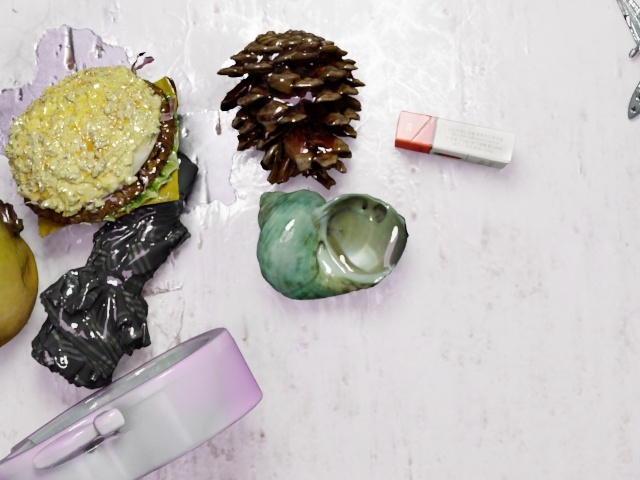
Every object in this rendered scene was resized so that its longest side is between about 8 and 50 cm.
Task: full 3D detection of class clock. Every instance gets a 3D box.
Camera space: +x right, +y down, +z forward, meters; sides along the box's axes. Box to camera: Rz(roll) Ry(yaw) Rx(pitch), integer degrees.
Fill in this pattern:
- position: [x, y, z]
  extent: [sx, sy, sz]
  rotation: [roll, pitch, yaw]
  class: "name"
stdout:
- position: [-0.231, 0.229, 1.547]
  extent: [0.339, 0.338, 0.102]
  rotation: [-30, 93, 2]
  class: "clock"

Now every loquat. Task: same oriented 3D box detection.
- position: [-0.473, 0.040, 1.608]
  extent: [0.244, 0.244, 0.243]
  rotation: [0, 89, 3]
  class: "loquat"

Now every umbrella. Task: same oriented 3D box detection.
- position: [-0.246, 0.042, 1.649]
  extent: [0.154, 0.128, 0.336]
  rotation: [44, 77, -25]
  class: "umbrella"

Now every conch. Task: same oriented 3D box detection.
- position: [0.003, 0.000, 1.627]
  extent: [0.188, 0.122, 0.175]
  rotation: [27, 111, -10]
  class: "conch"

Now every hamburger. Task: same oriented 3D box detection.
- position: [-0.292, -0.133, 1.611]
  extent: [0.243, 0.138, 0.261]
  rotation: [-16, 50, 11]
  class: "hamburger"

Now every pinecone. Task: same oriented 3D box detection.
- position: [-0.037, -0.170, 1.617]
  extent: [0.184, 0.179, 0.204]
  rotation: [7, 100, 19]
  class: "pinecone"

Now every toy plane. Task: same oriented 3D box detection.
- position: [0.465, -0.261, 1.645]
  extent: [0.226, 0.058, 0.226]
  rotation: [32, 91, 19]
  class: "toy plane"

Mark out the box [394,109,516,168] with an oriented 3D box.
- position: [0.174, -0.131, 1.638]
  extent: [0.152, 0.100, 0.048]
  rotation: [14, 87, 3]
  class: "box"
